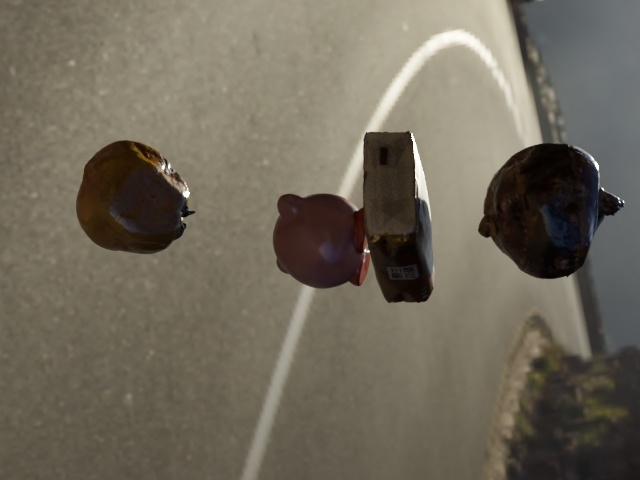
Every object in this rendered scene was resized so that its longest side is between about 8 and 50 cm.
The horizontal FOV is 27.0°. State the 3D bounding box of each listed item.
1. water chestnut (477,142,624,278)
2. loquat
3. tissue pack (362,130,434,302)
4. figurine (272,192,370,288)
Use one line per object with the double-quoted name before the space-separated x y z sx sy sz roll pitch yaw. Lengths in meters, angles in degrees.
"water chestnut" 0.383 -0.052 2.174 0.223 0.238 0.224 -174 -90 -87
"loquat" -0.213 -0.046 1.530 0.137 0.113 0.137 19 51 -25
"tissue pack" 0.117 -0.030 1.972 0.226 0.092 0.183 75 15 -61
"figurine" 0.000 0.000 2.299 0.173 0.173 0.173 -11 90 -78
